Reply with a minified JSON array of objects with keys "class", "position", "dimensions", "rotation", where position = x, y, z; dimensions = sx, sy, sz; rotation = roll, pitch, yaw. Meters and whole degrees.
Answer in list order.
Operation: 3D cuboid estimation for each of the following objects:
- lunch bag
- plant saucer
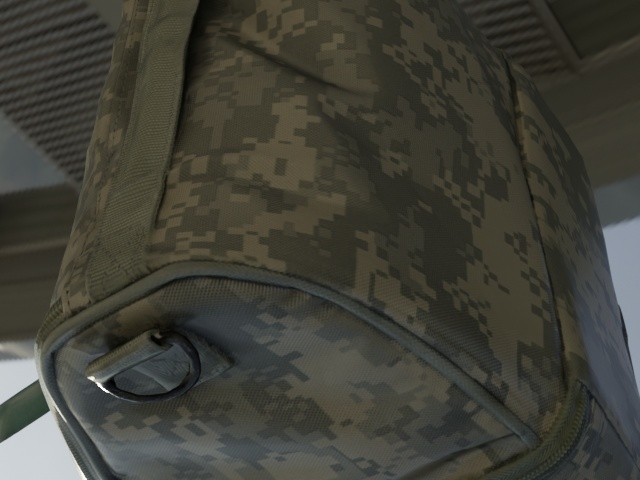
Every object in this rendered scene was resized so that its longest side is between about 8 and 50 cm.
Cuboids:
[{"class":"lunch bag","position":[0.000,0.000,0.559],"dimensions":[0.212,0.256,0.305],"rotation":[-24,-142,23]},{"class":"plant saucer","position":[-0.177,0.097,0.800],"dimensions":[0.119,0.021,0.119],"rotation":[-34,-178,1]}]
